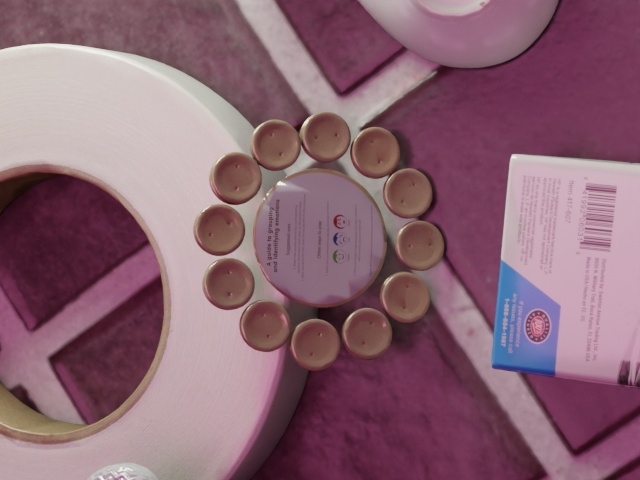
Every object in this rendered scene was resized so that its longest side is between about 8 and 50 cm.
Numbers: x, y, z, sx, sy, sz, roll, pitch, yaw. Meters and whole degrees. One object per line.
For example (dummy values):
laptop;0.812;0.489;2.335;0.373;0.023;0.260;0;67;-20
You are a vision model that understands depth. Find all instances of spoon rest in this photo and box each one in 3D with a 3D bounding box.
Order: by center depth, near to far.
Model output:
spoon rest;0.038;-0.214;1.415;0.276;0.084;0.137;20;99;5

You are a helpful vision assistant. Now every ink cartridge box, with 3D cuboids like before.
ink cartridge box;0.227;0.023;1.338;0.203;0.086;0.148;7;94;18

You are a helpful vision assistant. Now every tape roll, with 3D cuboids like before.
tape roll;-0.194;0.046;1.498;0.392;0.072;0.392;1;92;19

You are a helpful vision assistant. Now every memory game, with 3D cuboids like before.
memory game;0.000;0.000;1.406;0.186;0.012;0.186;2;84;-16

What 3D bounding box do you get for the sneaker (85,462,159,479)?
sneaker;-0.119;0.272;1.428;0.101;0.153;0.268;3;104;20
